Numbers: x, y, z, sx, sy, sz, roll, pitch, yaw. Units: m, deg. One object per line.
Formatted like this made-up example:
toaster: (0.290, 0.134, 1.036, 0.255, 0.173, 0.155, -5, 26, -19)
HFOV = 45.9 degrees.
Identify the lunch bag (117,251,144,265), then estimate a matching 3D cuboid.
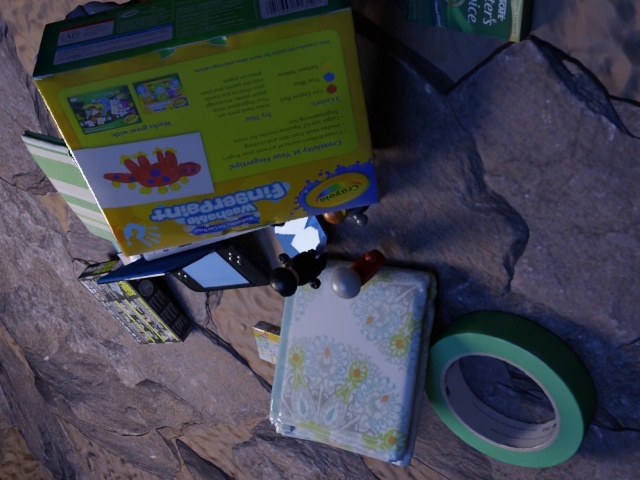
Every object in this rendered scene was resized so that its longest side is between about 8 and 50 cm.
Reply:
lunch bag: (-0.451, 0.048, 1.866, 0.083, 0.053, 0.071, -4, 120, 53)

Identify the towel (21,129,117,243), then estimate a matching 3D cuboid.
towel: (-0.555, -0.115, 1.777, 0.248, 0.038, 0.325, 15, 145, 40)

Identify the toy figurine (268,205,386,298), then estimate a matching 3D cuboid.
toy figurine: (0.000, 0.000, 1.401, 0.213, 0.148, 0.209, 2, 110, 32)

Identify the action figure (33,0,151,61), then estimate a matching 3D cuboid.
action figure: (-0.351, -0.335, 1.323, 0.178, 0.330, 0.341, 50, 135, 6)

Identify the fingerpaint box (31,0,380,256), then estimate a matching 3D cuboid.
fingerpaint box: (-0.154, -0.193, 1.190, 0.445, 0.163, 0.371, -13, 135, 2)

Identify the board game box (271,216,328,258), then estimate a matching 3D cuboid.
board game box: (-0.045, -0.039, 1.543, 0.133, 0.033, 0.168, -27, 93, 47)

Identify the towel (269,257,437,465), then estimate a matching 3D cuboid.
towel: (0.061, 0.230, 1.497, 0.320, 0.090, 0.374, 6, 87, 34)

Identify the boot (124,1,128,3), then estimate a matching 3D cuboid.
boot: (-0.364, -0.362, 1.532, 0.137, 0.077, 0.198, 35, 139, 6)

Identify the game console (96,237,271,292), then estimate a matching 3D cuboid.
game console: (-0.302, 0.089, 1.697, 0.293, 0.173, 0.250, -8, 137, 42)

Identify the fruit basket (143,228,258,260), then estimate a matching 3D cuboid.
fruit basket: (-0.289, -0.136, 1.515, 0.353, 0.165, 0.327, -15, 104, 22)

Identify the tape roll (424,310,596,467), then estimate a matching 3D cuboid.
tape roll: (0.350, 0.285, 1.432, 0.321, 0.077, 0.321, 22, 132, 26)

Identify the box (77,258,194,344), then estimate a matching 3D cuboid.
box: (-0.496, 0.168, 2.028, 0.216, 0.060, 0.270, -11, 125, 44)

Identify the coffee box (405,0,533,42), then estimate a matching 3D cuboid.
coffee box: (0.210, -0.354, 1.072, 0.184, 0.040, 0.113, 21, 133, 27)

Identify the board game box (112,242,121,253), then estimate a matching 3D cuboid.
board game box: (-0.456, -0.024, 1.889, 0.210, 0.047, 0.160, -13, 113, 46)

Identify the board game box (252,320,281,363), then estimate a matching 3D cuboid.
board game box: (-0.087, 0.260, 1.818, 0.154, 0.026, 0.103, 14, 130, 32)
